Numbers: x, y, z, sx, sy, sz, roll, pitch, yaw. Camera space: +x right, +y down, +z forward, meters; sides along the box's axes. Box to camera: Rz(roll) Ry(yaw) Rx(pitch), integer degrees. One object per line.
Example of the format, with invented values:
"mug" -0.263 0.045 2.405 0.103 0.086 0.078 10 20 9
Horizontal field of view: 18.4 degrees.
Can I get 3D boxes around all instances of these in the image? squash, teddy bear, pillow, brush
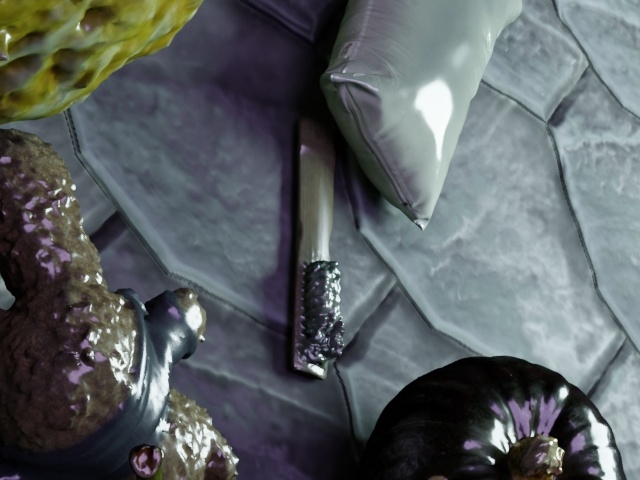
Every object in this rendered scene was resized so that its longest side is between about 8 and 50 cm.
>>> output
"squash" 0.112 0.166 1.247 0.193 0.156 0.193 30 28 -19
"teddy bear" -0.143 0.074 1.072 0.182 0.129 0.251 -40 106 -9
"pillow" 0.078 -0.144 1.416 0.144 0.078 0.254 49 45 -28
"brush" 0.000 0.000 1.310 0.034 0.028 0.190 23 55 -35

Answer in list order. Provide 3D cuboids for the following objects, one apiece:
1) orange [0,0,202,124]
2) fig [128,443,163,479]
"orange" -0.177 -0.176 1.081 0.369 0.271 0.210 -39 137 -44
"fig" -0.061 0.208 1.068 0.124 0.124 0.236 -48 119 -44
